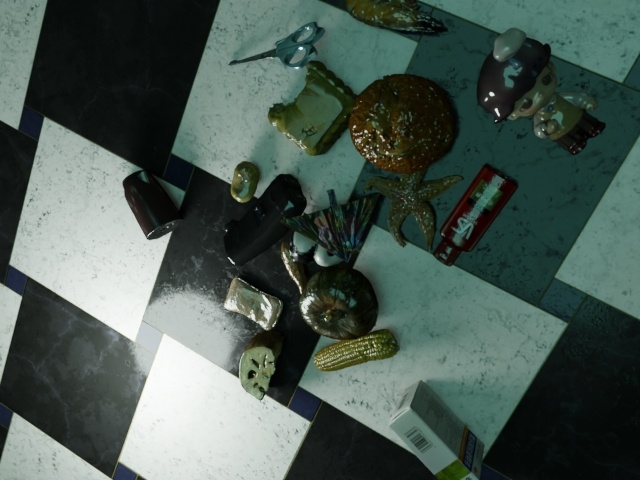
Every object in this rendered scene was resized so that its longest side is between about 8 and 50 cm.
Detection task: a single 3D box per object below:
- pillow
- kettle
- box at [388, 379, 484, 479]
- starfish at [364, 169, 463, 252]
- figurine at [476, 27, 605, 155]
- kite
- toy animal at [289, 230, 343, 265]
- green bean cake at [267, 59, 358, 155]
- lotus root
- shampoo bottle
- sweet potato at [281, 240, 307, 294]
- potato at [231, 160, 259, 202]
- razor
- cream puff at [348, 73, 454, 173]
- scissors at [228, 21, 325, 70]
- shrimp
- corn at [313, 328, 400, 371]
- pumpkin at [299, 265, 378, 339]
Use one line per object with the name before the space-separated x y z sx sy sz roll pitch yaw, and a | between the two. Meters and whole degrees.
pillow | -0.235 0.224 2.033 0.211 0.034 0.135 26 107 11
kettle | -0.611 -0.127 2.051 0.232 0.144 0.202 60 144 6
box | 0.368 0.614 1.811 0.299 0.200 0.106 47 113 5
starfish | 0.292 -0.132 1.756 0.299 0.060 0.302 45 111 8
figurine | 0.573 -0.373 1.526 0.365 0.206 0.218 44 126 4
kite | 0.047 -0.042 1.771 0.321 0.016 0.234 -15 97 -1
toy animal | 0.000 0.000 1.843 0.179 0.138 0.166 7 77 10
green bean cake | -0.024 -0.407 1.773 0.233 0.124 0.236 43 112 7
lotus root | -0.212 0.433 2.022 0.138 0.119 0.235 17 108 9
shampoo bottle | 0.446 -0.066 1.705 0.118 0.076 0.314 34 110 6
sweet potato | -0.086 0.094 1.942 0.068 0.060 0.206 -13 100 59
potato | -0.253 -0.198 1.928 0.091 0.070 0.138 19 109 9
razor | -0.182 -0.064 1.882 0.327 0.107 0.189 -42 42 22
cream puff | 0.226 -0.334 1.646 0.303 0.212 0.303 2 95 18
scissors | -0.151 -0.585 1.797 0.360 0.029 0.191 -1 60 31
shrimp | 0.220 -0.687 1.662 0.317 0.062 0.164 24 105 16
corn | 0.109 0.368 1.906 0.313 0.102 0.102 -20 94 22
pumpkin | 0.054 0.206 1.821 0.260 0.189 0.260 8 122 12
